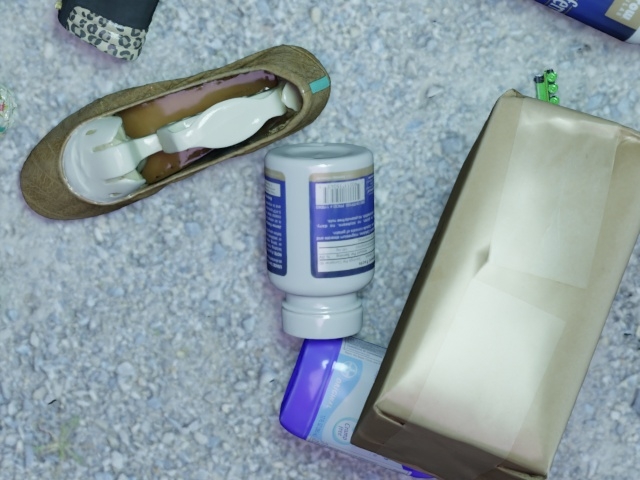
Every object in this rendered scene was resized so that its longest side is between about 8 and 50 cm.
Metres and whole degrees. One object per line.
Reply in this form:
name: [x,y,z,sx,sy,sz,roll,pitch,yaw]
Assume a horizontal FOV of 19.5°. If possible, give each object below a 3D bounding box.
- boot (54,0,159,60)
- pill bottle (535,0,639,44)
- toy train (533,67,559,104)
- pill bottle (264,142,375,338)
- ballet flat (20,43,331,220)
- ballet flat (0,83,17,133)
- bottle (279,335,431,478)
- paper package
boot: [-0.238,-0.304,1.843,0.236,0.085,0.178,33,116,12]
pill bottle: [0.282,-0.282,1.805,0.265,0.153,0.153,24,102,-4]
toy train: [0.234,-0.135,1.910,0.024,0.017,0.083,-5,103,13]
pill bottle: [0.000,0.000,1.897,0.112,0.112,0.186,0,103,1]
ballet flat: [-0.152,-0.102,1.871,0.342,0.124,0.116,-18,102,6]
ballet flat: [-0.413,-0.184,1.883,0.241,0.077,0.091,32,101,-5]
bottle: [0.103,0.187,1.947,0.283,0.092,0.118,20,101,-3]
paper package: [0.171,0.063,1.766,0.168,0.309,0.325,22,78,2]
